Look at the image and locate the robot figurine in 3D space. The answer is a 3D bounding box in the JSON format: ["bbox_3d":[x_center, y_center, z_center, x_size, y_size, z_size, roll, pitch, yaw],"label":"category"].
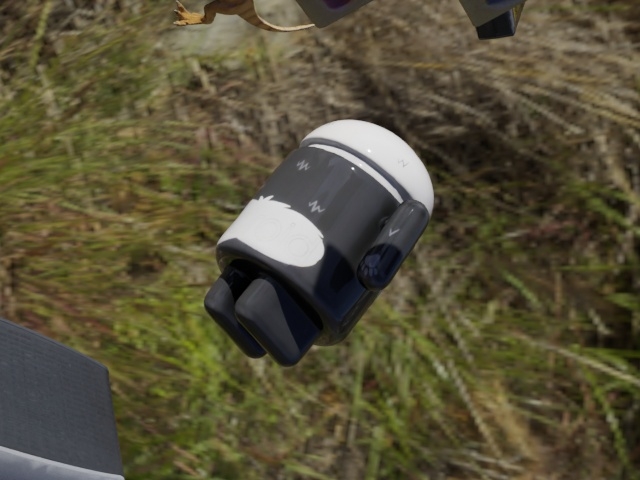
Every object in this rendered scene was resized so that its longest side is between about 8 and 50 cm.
[{"bbox_3d":[0.002,0.002,1.626,0.209,0.173,0.278,31,67,17],"label":"robot figurine"}]

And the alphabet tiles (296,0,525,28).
[{"bbox_3d":[0.081,-0.195,0.529,0.342,0.285,0.011,44,21,-60],"label":"alphabet tiles"}]

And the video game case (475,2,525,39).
[{"bbox_3d":[0.128,-0.329,1.174,0.248,0.035,0.275,-65,145,-56],"label":"video game case"}]

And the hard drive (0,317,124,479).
[{"bbox_3d":[-0.272,0.128,1.229,0.254,0.054,0.172,24,33,-33],"label":"hard drive"}]

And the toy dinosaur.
[{"bbox_3d":[-0.093,-0.251,1.595,0.211,0.112,0.064,53,40,-60],"label":"toy dinosaur"}]
